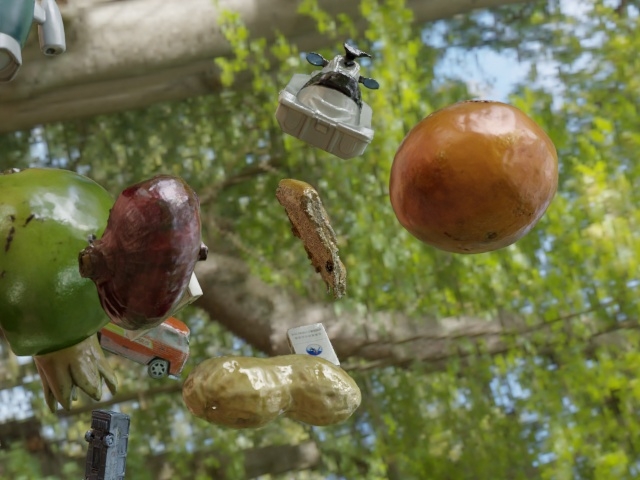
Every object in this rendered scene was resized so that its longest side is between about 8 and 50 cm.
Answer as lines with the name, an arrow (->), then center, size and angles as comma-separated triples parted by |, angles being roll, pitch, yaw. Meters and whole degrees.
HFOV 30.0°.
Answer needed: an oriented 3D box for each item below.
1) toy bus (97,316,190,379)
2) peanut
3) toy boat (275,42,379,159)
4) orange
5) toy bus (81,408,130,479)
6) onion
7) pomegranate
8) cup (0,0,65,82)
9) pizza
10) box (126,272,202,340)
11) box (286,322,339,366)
toy bus -> -0.378, 0.180, 2.372 | 0.119, 0.265, 0.121 | -62, -160, 5
peanut -> -0.061, 0.192, 1.517 | 0.098, 0.229, 0.103 | 115, -30, -52
toy boat -> 0.013, -0.189, 1.603 | 0.269, 0.141, 0.140 | -75, 166, -66
orange -> 0.255, -0.100, 1.972 | 0.284, 0.284, 0.226 | 119, -34, -56
toy bus -> -0.336, 0.348, 1.872 | 0.047, 0.065, 0.165 | 7, -90, 31
onion -> -0.209, 0.028, 1.460 | 0.098, 0.151, 0.205 | 37, -55, 38
pomegranate -> -0.358, 0.056, 1.704 | 0.310, 0.216, 0.358 | -168, -123, -75
cup -> -0.421, -0.282, 1.436 | 0.168, 0.300, 0.173 | -19, -109, 30
pizza -> 0.000, 0.000, 2.594 | 0.297, 0.071, 0.189 | 68, -18, -12
box -> -0.295, 0.092, 2.132 | 0.198, 0.029, 0.109 | -35, -107, 37
box -> -0.011, 0.155, 1.659 | 0.083, 0.054, 0.024 | -115, -157, -44
